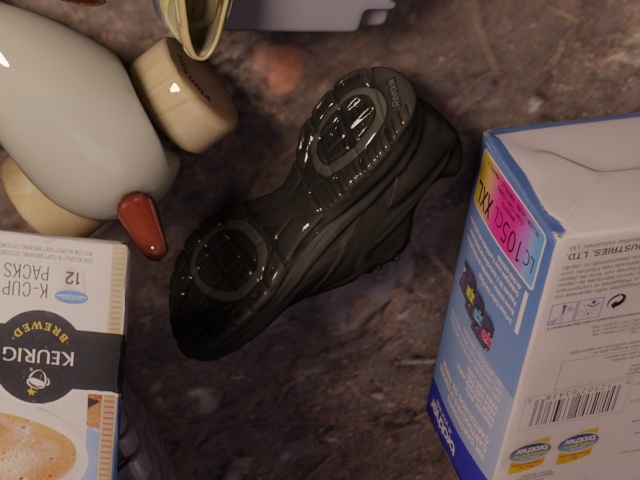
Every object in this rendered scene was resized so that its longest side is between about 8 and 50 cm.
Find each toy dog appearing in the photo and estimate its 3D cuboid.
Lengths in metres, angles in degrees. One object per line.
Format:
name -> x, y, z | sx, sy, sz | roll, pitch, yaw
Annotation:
toy dog -> -0.194, -0.088, 1.018 | 0.333, 0.161, 0.220 | 15, 122, -34

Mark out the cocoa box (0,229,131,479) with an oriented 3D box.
cocoa box -> -0.316, 0.114, 1.014 | 0.347, 0.228, 0.231 | 7, 167, -19

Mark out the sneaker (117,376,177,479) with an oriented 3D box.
sneaker -> -0.226, 0.191, 1.307 | 0.180, 0.125, 0.321 | -21, 125, 1

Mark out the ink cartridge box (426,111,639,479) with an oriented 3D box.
ink cartridge box -> 0.253, 0.086, 1.383 | 0.270, 0.151, 0.395 | -7, 131, -17

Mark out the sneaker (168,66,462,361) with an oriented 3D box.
sneaker -> 0.000, 0.000, 1.230 | 0.286, 0.109, 0.130 | -43, 139, 19

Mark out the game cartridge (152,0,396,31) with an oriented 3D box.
game cartridge -> -0.017, -0.267, 1.010 | 0.196, 0.060, 0.294 | -5, 132, -25

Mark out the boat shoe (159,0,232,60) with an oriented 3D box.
boat shoe -> -0.071, -0.186, 0.990 | 0.056, 0.048, 0.153 | -2, 131, -21
